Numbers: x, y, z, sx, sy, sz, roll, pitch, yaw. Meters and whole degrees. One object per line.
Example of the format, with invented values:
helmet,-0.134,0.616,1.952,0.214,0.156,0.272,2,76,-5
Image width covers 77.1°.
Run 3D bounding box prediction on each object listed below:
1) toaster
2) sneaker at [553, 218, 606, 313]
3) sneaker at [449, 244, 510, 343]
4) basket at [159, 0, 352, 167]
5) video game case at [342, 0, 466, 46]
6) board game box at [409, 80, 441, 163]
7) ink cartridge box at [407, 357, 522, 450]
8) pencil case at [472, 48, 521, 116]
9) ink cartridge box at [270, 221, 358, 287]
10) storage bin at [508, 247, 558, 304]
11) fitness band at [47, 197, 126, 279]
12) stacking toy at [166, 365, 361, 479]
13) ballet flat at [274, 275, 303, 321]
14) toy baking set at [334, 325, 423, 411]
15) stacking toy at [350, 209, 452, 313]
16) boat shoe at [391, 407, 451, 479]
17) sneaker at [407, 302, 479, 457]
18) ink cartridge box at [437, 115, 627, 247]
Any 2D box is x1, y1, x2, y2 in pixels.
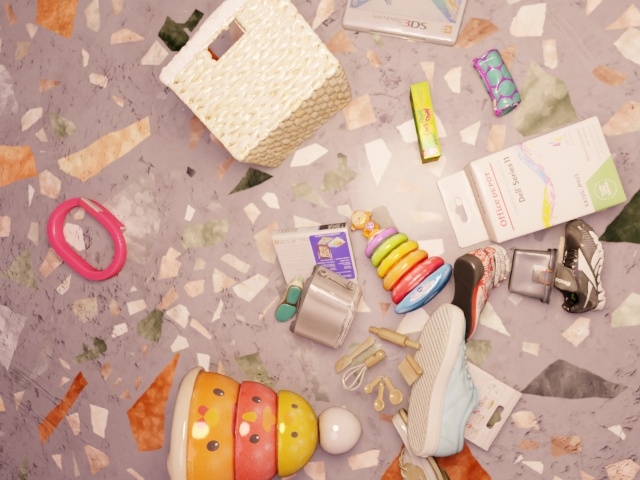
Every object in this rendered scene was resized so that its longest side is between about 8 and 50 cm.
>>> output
toaster,0.013,0.185,1.055,0.146,0.129,0.227,23,120,7
sneaker,0.596,0.070,0.937,0.106,0.078,0.235,-18,103,-11
sneaker,0.394,0.137,1.002,0.144,0.090,0.270,-20,124,-27
basket,-0.128,-0.374,0.977,0.328,0.331,0.266,-40,90,11
video game case,0.238,-0.690,1.026,0.299,0.036,0.329,15,95,11
board game box,0.263,-0.292,1.011,0.043,0.092,0.182,-11,90,11
ink cartridge box,0.370,0.403,1.046,0.224,0.056,0.181,28,98,6
pencil case,0.433,-0.386,0.985,0.070,0.064,0.152,-23,87,-13
ink cartridge box,-0.009,0.056,1.090,0.206,0.045,0.208,-6,122,12
storage bin,0.516,0.081,0.981,0.090,0.098,0.135,8,94,22
fitness band,-0.725,-0.007,1.255,0.290,0.054,0.209,39,102,8
stacking toy,-0.129,0.503,1.069,0.479,0.350,0.351,-2,92,-7
ballet flat,-0.081,0.163,1.117,0.057,0.052,0.168,23,129,-9
toy baking set,0.142,0.318,1.038,0.256,0.030,0.197,16,72,49
stacking toy,0.181,0.030,1.032,0.175,0.165,0.302,-43,69,9
boat shoe,0.257,0.592,1.045,0.103,0.113,0.303,-30,87,6
sneaker,0.315,0.339,0.979,0.150,0.135,0.366,11,93,-16
ink cartridge box,0.483,-0.123,0.959,0.353,0.119,0.207,-20,89,12
